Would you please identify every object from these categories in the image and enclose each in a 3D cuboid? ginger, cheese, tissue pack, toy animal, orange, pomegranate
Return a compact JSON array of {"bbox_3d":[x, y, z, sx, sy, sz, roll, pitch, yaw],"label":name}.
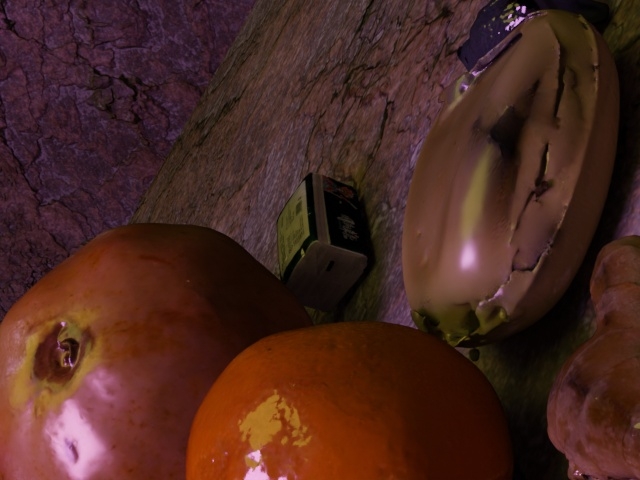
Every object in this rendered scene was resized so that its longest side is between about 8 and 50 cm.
[{"bbox_3d":[0.218,0.117,0.768,0.148,0.081,0.333,-44,25,15],"label":"ginger"},{"bbox_3d":[0.161,-0.040,1.052,0.259,0.128,0.315,125,167,-52],"label":"cheese"},{"bbox_3d":[0.000,0.001,1.492,0.103,0.090,0.170,-56,19,27],"label":"tissue pack"},{"bbox_3d":[0.207,-0.237,1.215,0.117,0.121,0.210,-51,8,-16],"label":"toy animal"},{"bbox_3d":[0.024,0.179,0.936,0.261,0.261,0.261,-54,22,33],"label":"orange"},{"bbox_3d":[-0.180,0.191,1.344,0.411,0.412,0.411,-54,22,33],"label":"pomegranate"}]
